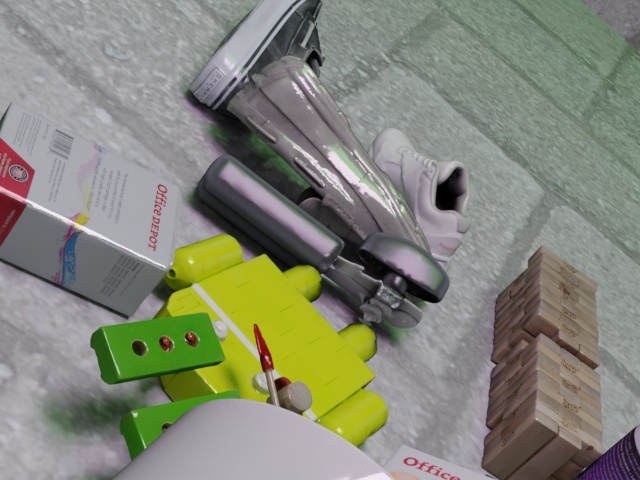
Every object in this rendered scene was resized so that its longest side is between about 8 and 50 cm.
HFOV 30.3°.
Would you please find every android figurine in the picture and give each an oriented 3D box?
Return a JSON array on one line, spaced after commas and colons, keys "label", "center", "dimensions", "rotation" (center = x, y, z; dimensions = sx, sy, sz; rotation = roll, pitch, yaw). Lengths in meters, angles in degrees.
[{"label": "android figurine", "center": [-0.051, 0.100, 1.090], "dimensions": [0.248, 0.056, 0.273], "rotation": [48, 29, 13]}]

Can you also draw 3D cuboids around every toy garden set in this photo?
[{"label": "toy garden set", "center": [-0.064, 0.177, 0.931], "dimensions": [0.204, 0.049, 0.244], "rotation": [-5, 67, -48]}]

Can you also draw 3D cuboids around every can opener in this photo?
[{"label": "can opener", "center": [0.000, 0.000, 1.245], "dimensions": [0.280, 0.074, 0.093], "rotation": [33, 67, -6]}]

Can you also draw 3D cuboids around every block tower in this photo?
[{"label": "block tower", "center": [0.252, 0.143, 1.333], "dimensions": [0.091, 0.097, 0.335], "rotation": [35, 32, -9]}]

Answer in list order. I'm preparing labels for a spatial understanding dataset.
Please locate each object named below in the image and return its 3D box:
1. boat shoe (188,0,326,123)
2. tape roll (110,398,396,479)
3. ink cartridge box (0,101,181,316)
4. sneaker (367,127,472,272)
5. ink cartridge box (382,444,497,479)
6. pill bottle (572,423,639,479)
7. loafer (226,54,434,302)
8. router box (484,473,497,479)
[{"label": "boat shoe", "center": [-0.056, -0.234, 1.483], "dimensions": [0.119, 0.121, 0.335], "rotation": [43, 40, -11]}, {"label": "tape roll", "center": [-0.051, 0.237, 0.685], "dimensions": [0.246, 0.246, 0.169], "rotation": [43, 48, 5]}, {"label": "ink cartridge box", "center": [-0.220, -0.026, 1.047], "dimensions": [0.175, 0.072, 0.127], "rotation": [28, 32, -21]}, {"label": "sneaker", "center": [0.133, -0.069, 1.452], "dimensions": [0.090, 0.115, 0.232], "rotation": [16, 38, -36]}, {"label": "ink cartridge box", "center": [0.071, 0.263, 0.869], "dimensions": [0.128, 0.127, 0.176], "rotation": [17, 34, 26]}, {"label": "pill bottle", "center": [0.333, 0.245, 1.186], "dimensions": [0.108, 0.193, 0.108], "rotation": [28, 33, -20]}, {"label": "loafer", "center": [0.019, -0.056, 1.330], "dimensions": [0.319, 0.111, 0.112], "rotation": [55, 6, -4]}, {"label": "router box", "center": [0.214, 0.378, 0.991], "dimensions": [0.243, 0.081, 0.309], "rotation": [31, 31, -14]}]
